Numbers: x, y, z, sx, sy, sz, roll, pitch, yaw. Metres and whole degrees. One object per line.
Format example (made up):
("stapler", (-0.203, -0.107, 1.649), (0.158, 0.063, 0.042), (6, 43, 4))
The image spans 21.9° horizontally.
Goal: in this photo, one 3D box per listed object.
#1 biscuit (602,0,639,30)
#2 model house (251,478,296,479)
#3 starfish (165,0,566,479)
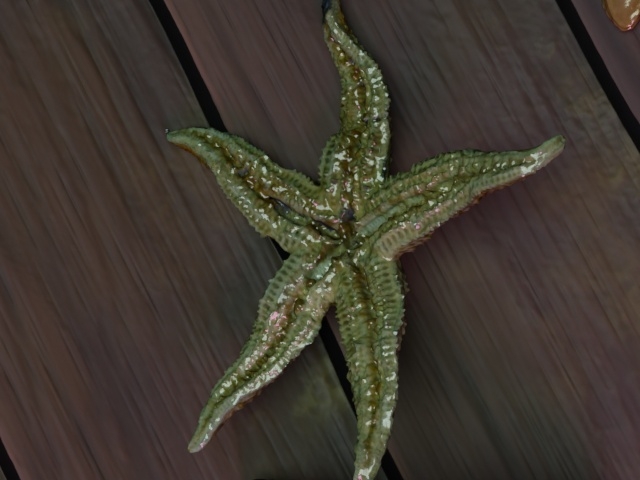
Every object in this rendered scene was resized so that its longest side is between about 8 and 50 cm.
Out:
("biscuit", (0.318, -0.234, 1.213), (0.250, 0.035, 0.162), (-33, 85, 9))
("model house", (0.050, 0.279, 1.213), (0.279, 0.205, 0.218), (4, 88, 44))
("starfish", (0.000, 0.002, 1.247), (0.358, 0.078, 0.347), (-52, 57, 11))
